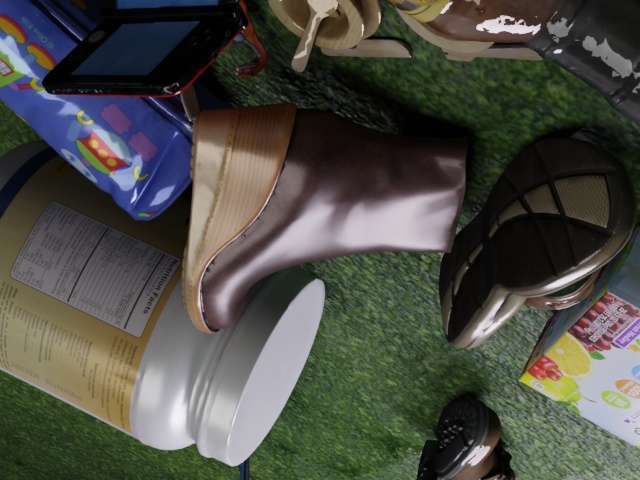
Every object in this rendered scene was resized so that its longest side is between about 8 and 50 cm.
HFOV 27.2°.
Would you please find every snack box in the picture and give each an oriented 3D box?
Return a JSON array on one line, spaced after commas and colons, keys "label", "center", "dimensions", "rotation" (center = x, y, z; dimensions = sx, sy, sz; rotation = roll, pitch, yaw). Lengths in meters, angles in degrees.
[{"label": "snack box", "center": [0.271, 0.094, 1.021], "dimensions": [0.175, 0.070, 0.207], "rotation": [30, 155, 2]}]

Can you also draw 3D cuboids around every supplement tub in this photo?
[{"label": "supplement tub", "center": [-0.177, 0.060, 1.255], "dimensions": [0.316, 0.228, 0.228], "rotation": [24, 154, 13]}]

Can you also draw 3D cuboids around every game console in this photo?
[{"label": "game console", "center": [-0.128, -0.166, 0.902], "dimensions": [0.144, 0.124, 0.085], "rotation": [6, 136, 41]}]

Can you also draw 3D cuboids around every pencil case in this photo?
[{"label": "pencil case", "center": [-0.200, -0.146, 1.033], "dimensions": [0.306, 0.119, 0.133], "rotation": [43, 147, -23]}]

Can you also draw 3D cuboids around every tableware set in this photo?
[{"label": "tableware set", "center": [0.039, -0.151, 0.862], "dimensions": [0.194, 0.039, 0.128], "rotation": [7, 146, 39]}]

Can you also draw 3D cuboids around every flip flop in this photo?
[{"label": "flip flop", "center": [0.162, 0.012, 0.968], "dimensions": [0.080, 0.112, 0.277], "rotation": [8, 155, -13]}]

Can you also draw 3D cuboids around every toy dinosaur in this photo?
[{"label": "toy dinosaur", "center": [-0.063, -0.155, 0.954], "dimensions": [0.082, 0.047, 0.090], "rotation": [39, 152, -20]}]

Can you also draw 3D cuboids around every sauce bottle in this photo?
[{"label": "sauce bottle", "center": [0.053, -0.183, 0.709], "dimensions": [0.344, 0.111, 0.111], "rotation": [31, 154, -3]}]

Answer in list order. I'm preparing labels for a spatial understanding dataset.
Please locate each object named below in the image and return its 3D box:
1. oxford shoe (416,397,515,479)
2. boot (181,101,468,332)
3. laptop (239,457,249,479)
[{"label": "oxford shoe", "center": [0.164, 0.224, 1.382], "dimensions": [0.096, 0.082, 0.227], "rotation": [11, 154, -1]}, {"label": "boot", "center": [0.000, 0.000, 1.032], "dimensions": [0.207, 0.090, 0.248], "rotation": [8, 138, -1]}, {"label": "laptop", "center": [-0.168, 0.163, 1.535], "dimensions": [0.264, 0.136, 0.234], "rotation": [26, 154, 10]}]
